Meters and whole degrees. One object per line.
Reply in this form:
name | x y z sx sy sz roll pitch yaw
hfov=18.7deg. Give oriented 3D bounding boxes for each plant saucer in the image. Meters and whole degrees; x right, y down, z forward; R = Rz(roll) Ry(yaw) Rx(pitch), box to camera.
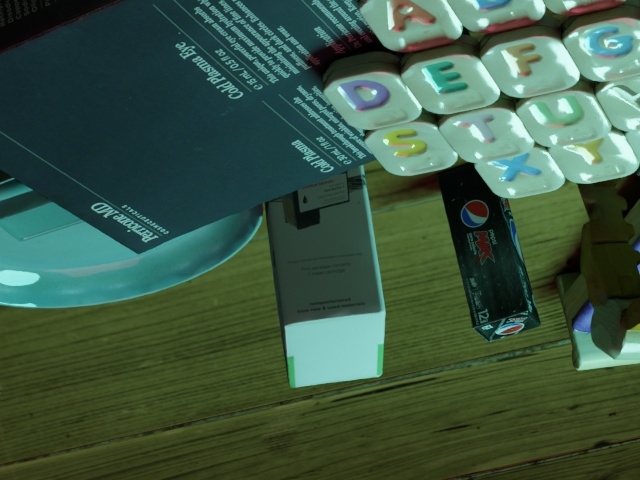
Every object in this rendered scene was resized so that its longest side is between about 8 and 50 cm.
plant saucer | -0.213 -0.020 1.825 0.318 0.043 0.317 -9 156 -4
plant saucer | -0.196 -0.040 1.716 0.192 0.018 0.067 -18 156 12

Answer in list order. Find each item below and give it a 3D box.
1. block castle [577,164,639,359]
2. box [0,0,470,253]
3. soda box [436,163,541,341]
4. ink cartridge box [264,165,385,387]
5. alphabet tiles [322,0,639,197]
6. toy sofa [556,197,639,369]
block castle | 0.394 -0.100 1.610 0.213 0.303 0.453 0 154 -28
box | -0.092 -0.167 1.385 0.313 0.179 0.343 -21 154 16
soda box | 0.165 0.009 1.908 0.060 0.169 0.053 -18 156 14
ink cartridge box | 0.000 0.000 1.753 0.093 0.219 0.160 -7 155 -2
alphabet tiles | 0.154 -0.105 1.318 0.284 0.021 0.278 -11 149 21
toy sofa | 0.387 0.041 2.077 0.150 0.177 0.362 -5 156 -15
